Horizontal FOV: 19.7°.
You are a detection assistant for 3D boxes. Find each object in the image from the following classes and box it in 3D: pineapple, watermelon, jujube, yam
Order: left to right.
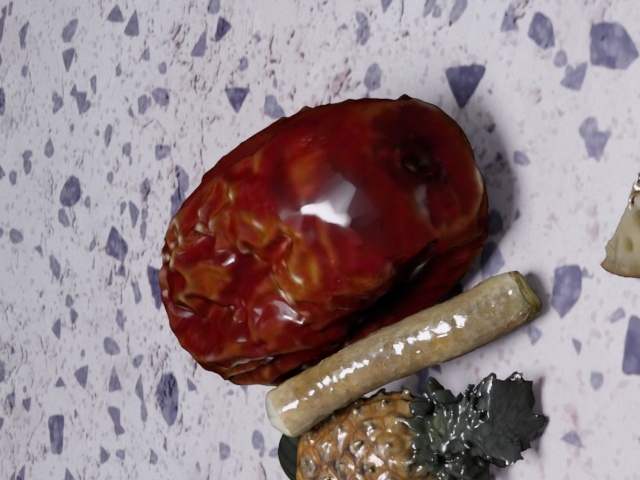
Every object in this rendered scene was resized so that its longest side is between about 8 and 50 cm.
[{"bbox_3d":[-0.003,0.244,2.059,0.110,0.078,0.078,35,114,46],"label":"watermelon"},{"bbox_3d":[0.001,0.000,1.920,0.377,0.276,0.276,-31,64,47],"label":"jujube"},{"bbox_3d":[0.078,0.114,1.851,0.299,0.066,0.066,-27,62,11],"label":"yam"},{"bbox_3d":[0.113,0.210,1.882,0.278,0.158,0.158,-23,69,36],"label":"pineapple"}]

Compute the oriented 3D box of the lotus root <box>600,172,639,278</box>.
[{"bbox_3d":[0.358,-0.051,1.627,0.170,0.074,0.261,40,119,42],"label":"lotus root"}]
